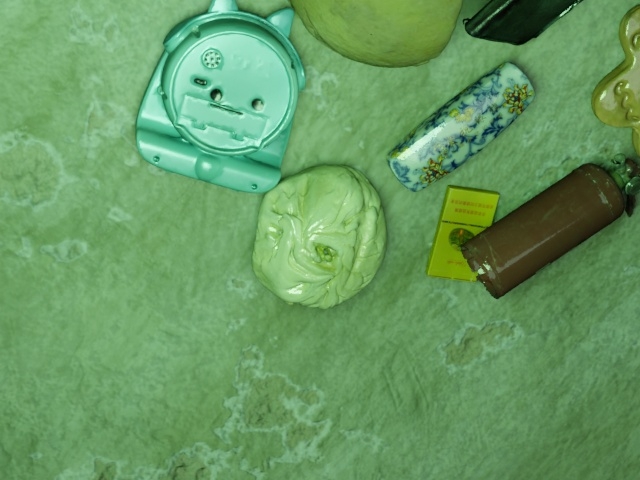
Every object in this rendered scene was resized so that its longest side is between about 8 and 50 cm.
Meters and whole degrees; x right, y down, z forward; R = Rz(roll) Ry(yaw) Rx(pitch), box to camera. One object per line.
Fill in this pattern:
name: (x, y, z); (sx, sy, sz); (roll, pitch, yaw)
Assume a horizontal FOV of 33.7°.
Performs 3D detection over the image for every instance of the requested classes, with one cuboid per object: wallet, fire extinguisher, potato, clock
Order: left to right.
clock: (-0.134, -0.217, 1.517); (0.223, 0.094, 0.274); (13, 110, -16)
potato: (0.073, -0.317, 1.428); (0.211, 0.264, 0.190); (-10, 104, -12)
fire extinguisher: (0.393, -0.028, 1.683); (0.337, 0.106, 0.147); (-32, 141, -3)
wallet: (0.357, -0.379, 1.460); (0.318, 0.045, 0.172); (-37, 158, 34)

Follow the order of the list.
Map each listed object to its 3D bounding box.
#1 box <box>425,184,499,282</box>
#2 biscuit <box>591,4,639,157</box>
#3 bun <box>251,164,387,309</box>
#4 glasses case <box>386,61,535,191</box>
box: (0.228, -0.010, 1.705); (0.086, 0.023, 0.155); (7, 111, -15)
biscuit: (0.591, -0.285, 1.640); (0.275, 0.052, 0.355); (41, 101, -22)
bun: (0.000, 0.000, 1.606); (0.229, 0.145, 0.230); (-3, 109, -8)
glasses case: (0.214, -0.171, 1.612); (0.248, 0.065, 0.087); (-40, 115, 6)
